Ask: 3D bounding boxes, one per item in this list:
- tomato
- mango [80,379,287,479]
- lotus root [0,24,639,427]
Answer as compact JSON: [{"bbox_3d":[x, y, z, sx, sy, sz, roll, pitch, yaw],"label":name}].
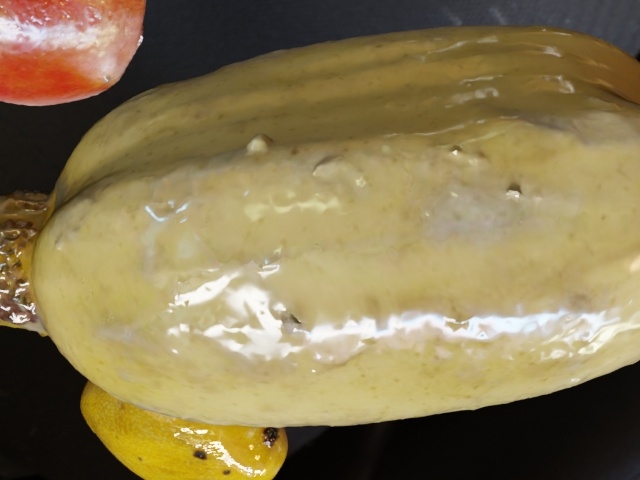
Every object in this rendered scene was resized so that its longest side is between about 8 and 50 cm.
[{"bbox_3d":[-0.314,-0.233,0.998,0.170,0.309,0.309,-30,92,-48],"label":"tomato"},{"bbox_3d":[-0.153,0.195,1.182,0.157,0.262,0.109,60,44,-39],"label":"mango"},{"bbox_3d":[0.000,0.000,0.491,0.169,0.342,0.151,-92,171,-53],"label":"lotus root"}]
